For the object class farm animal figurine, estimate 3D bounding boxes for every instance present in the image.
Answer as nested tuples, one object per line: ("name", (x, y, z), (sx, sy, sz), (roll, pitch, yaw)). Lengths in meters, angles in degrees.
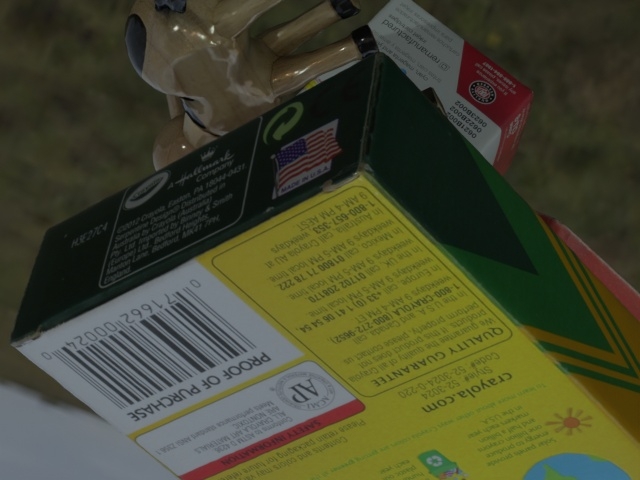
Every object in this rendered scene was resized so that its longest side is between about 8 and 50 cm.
("farm animal figurine", (0.000, 0.000, 1.137), (0.330, 0.172, 0.327), (64, -168, -3))

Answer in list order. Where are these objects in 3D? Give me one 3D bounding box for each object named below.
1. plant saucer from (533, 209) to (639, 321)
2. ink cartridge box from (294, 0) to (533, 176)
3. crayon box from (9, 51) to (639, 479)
("plant saucer", (0.225, 0.071, 1.516), (0.258, 0.047, 0.259), (42, 178, -11))
("ink cartridge box", (0.042, -0.056, 1.422), (0.128, 0.176, 0.127), (39, 159, 12))
("crayon box", (0.042, 0.077, 0.917), (0.202, 0.081, 0.318), (-25, 126, 31))
